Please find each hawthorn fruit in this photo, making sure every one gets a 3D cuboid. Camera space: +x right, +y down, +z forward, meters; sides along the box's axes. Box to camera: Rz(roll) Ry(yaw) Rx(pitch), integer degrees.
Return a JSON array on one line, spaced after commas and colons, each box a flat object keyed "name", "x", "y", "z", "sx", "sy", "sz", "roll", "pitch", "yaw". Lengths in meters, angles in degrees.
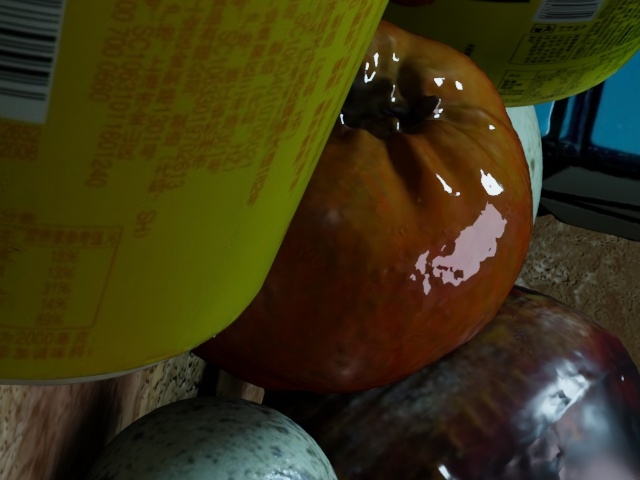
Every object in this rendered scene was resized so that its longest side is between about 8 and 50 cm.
[{"name": "hawthorn fruit", "x": 0.000, "y": 0.000, "z": 0.959, "sx": 0.225, "sy": 0.197, "sz": 0.196, "roll": 115, "pitch": -4, "yaw": -51}]

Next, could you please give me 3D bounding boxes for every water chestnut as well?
[{"name": "water chestnut", "x": 0.043, "y": 0.150, "z": 1.216, "sx": 0.350, "sy": 0.302, "sz": 0.350, "roll": -39, "pitch": 168, "yaw": -10}]

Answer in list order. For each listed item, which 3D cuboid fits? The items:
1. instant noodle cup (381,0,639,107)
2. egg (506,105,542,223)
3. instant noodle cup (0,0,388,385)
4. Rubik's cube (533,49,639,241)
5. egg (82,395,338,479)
[{"name": "instant noodle cup", "x": 0.111, "y": -0.228, "z": 1.083, "sx": 0.221, "sy": 0.311, "sz": 0.311, "roll": 109, "pitch": -2, "yaw": -64}, {"name": "egg", "x": 0.062, "y": -0.047, "z": 1.276, "sx": 0.169, "sy": 0.169, "sz": 0.231, "roll": -68, "pitch": 145, "yaw": -48}, {"name": "instant noodle cup", "x": -0.057, "y": -0.100, "z": 0.424, "sx": 0.215, "sy": 0.216, "sz": 0.236, "roll": -64, "pitch": 173, "yaw": -57}, {"name": "Rubik's cube", "x": 0.173, "y": -0.174, "z": 1.498, "sx": 0.293, "sy": 0.289, "sz": 0.283, "roll": 74, "pitch": 32, "yaw": -79}, {"name": "egg", "x": -0.058, "y": 0.146, "z": 0.952, "sx": 0.172, "sy": 0.132, "sz": 0.132, "roll": -30, "pitch": 133, "yaw": -66}]
